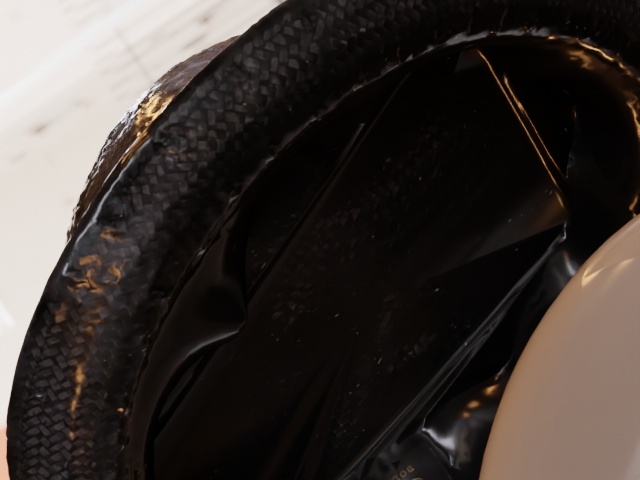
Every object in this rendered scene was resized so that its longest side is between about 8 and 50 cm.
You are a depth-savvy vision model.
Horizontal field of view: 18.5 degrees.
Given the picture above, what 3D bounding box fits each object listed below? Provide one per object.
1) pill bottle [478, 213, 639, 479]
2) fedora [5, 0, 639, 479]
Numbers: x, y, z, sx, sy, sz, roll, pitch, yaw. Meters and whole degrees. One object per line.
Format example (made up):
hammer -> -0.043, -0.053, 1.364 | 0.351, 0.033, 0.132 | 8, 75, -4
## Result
pill bottle -> 0.224, 0.101, 0.648 | 0.229, 0.229, 0.407 | 61, -160, 19
fedora -> 0.000, 0.000, 0.821 | 0.152, 0.334, 0.334 | 42, 176, 47
